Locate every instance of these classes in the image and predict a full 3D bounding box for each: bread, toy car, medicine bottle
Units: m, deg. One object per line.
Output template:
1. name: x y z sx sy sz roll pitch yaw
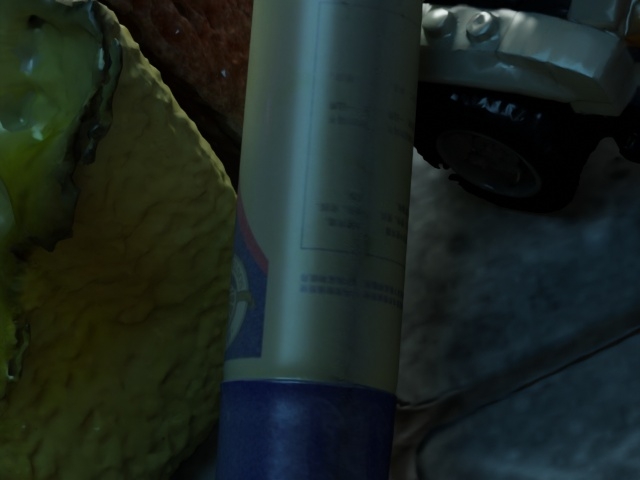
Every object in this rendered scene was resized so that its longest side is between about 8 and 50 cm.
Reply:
1. bread: -0.101 0.003 0.726 0.174 0.133 0.251 29 115 44
2. toy car: 0.139 -0.096 0.689 0.301 0.118 0.193 13 64 37
3. medicine bottle: 0.000 0.000 0.663 0.059 0.059 0.230 -1 78 29

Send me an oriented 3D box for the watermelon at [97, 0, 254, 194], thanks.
1. watermelon: -0.073 -0.109 0.731 0.094 0.241 0.154 -23 47 25
